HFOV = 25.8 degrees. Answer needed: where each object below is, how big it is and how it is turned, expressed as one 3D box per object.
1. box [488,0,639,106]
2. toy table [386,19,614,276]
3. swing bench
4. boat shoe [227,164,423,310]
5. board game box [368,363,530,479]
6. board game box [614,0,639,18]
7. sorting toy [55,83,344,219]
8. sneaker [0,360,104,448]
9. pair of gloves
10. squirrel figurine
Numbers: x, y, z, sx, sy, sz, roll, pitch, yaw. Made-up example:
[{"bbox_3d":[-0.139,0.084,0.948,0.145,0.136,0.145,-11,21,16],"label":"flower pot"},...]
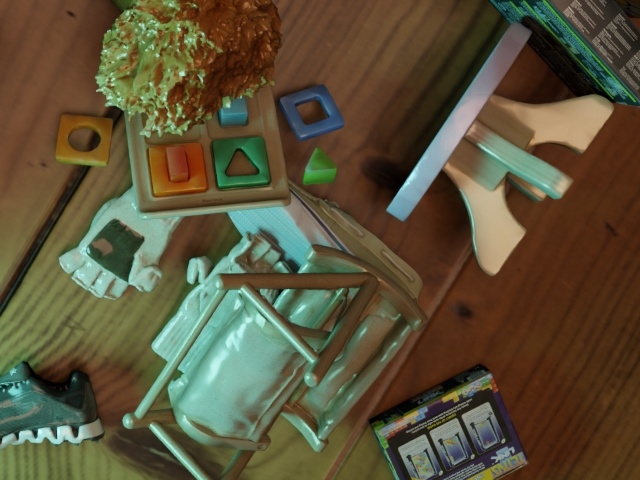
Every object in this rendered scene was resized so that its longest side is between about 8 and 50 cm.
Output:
[{"bbox_3d":[0.279,-0.278,1.667,0.270,0.216,0.060,44,88,-14],"label":"box"},{"bbox_3d":[0.220,-0.107,1.683,0.161,0.252,0.274,35,103,1],"label":"toy table"},{"bbox_3d":[-0.050,0.149,1.630,0.165,0.255,0.253,45,122,16],"label":"swing bench"},{"bbox_3d":[0.000,0.000,1.729,0.302,0.109,0.094,44,54,-13],"label":"boat shoe"},{"bbox_3d":[0.168,0.262,1.821,0.170,0.048,0.141,-25,105,-7],"label":"board game box"},{"bbox_3d":[0.390,-0.355,1.645,0.142,0.275,0.144,27,93,-14],"label":"board game box"},{"bbox_3d":[-0.137,-0.121,1.641,0.348,0.047,0.196,-6,63,-10],"label":"sorting toy"},{"bbox_3d":[-0.381,0.199,1.688,0.234,0.078,0.106,-3,97,-15],"label":"sneaker"},{"bbox_3d":[-0.171,0.036,1.695,0.204,0.042,0.240,-43,102,13],"label":"pair of gloves"},{"bbox_3d":[-0.137,-0.317,1.481,0.281,0.370,0.396,-13,95,-8],"label":"squirrel figurine"}]
